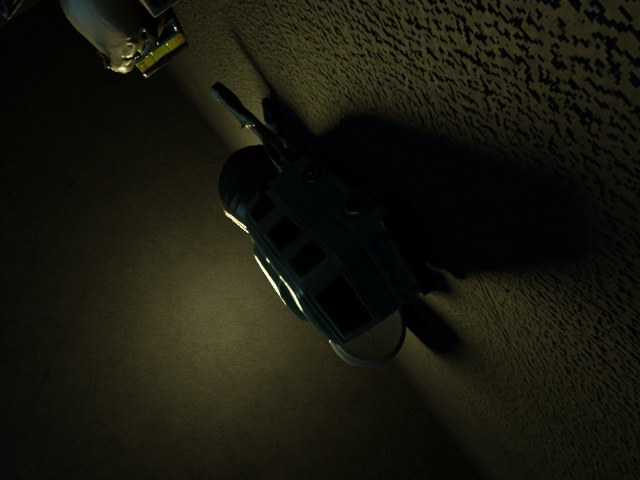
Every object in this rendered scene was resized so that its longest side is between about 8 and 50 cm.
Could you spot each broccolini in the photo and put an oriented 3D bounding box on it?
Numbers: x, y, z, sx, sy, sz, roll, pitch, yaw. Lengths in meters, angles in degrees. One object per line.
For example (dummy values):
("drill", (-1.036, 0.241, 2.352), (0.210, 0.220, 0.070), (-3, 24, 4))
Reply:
("broccolini", (-0.095, -0.160, 0.766), (0.216, 0.067, 0.058), (40, 134, -2))

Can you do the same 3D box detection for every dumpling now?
("dumpling", (-0.328, -0.428, 0.805), (0.163, 0.205, 0.293), (16, 136, 10))

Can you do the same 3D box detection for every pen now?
("pen", (-0.081, -0.194, 0.822), (0.025, 0.025, 0.204), (52, 174, 5))

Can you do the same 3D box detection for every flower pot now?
("flower pot", (-0.086, -0.072, 0.918), (0.243, 0.157, 0.189), (38, 171, 8))

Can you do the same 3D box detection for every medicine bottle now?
("medicine bottle", (0.098, 0.191, 1.055), (0.170, 0.170, 0.293), (51, 176, 10))

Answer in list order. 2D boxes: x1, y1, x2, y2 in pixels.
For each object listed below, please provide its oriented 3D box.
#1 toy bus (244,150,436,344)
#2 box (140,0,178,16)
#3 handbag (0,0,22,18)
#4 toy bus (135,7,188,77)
("toy bus", (0.000, 0.000, 0.624), (0.133, 0.164, 0.271), (55, 174, -33))
("box", (-0.166, -0.301, 0.473), (0.043, 0.089, 0.125), (51, 174, 23))
("handbag", (-0.398, -0.453, 0.627), (0.211, 0.254, 0.089), (51, -169, -8))
("toy bus", (-0.443, -0.535, 1.070), (0.288, 0.138, 0.175), (52, 176, 1))
